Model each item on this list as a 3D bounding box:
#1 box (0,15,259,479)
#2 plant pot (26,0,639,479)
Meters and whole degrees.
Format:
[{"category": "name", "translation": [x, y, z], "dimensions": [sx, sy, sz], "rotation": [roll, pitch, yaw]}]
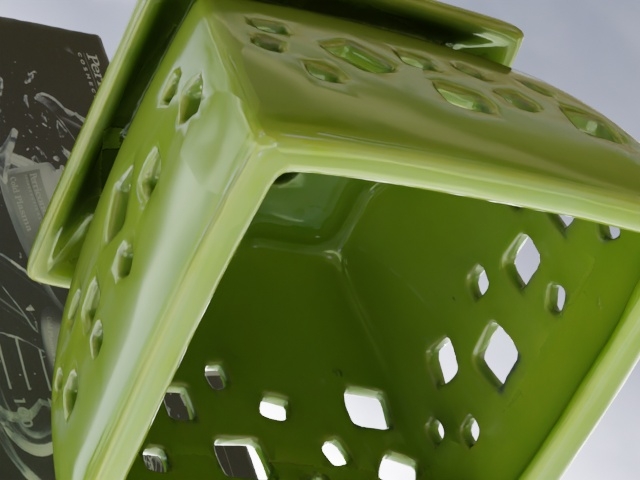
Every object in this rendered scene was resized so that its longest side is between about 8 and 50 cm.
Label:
[{"category": "box", "translation": [-0.236, 0.042, 1.138], "dimensions": [0.312, 0.179, 0.343], "rotation": [3, -116, -61]}, {"category": "plant pot", "translation": [0.000, 0.000, 0.854], "dimensions": [0.227, 0.228, 0.207], "rotation": [10, -147, -29]}]
